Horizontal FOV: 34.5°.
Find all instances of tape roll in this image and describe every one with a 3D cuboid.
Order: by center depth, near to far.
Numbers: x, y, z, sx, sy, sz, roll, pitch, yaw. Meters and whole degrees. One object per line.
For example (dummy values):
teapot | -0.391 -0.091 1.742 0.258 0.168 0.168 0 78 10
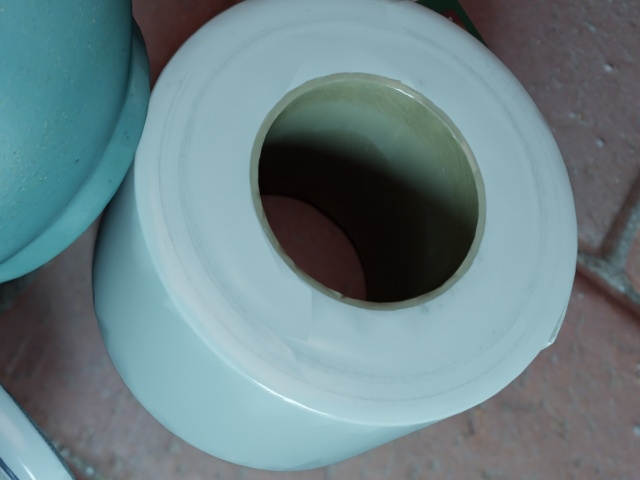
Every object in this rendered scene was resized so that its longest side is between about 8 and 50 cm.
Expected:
tape roll | 0.000 0.000 0.596 0.246 0.169 0.246 7 68 -17

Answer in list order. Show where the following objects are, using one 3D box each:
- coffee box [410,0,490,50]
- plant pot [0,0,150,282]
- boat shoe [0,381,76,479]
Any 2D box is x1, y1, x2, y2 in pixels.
coffee box | 0.068 -0.108 0.693 0.040 0.113 0.184 -28 83 -28
plant pot | -0.199 -0.088 0.451 0.293 0.196 0.293 -10 66 23
boat shoe | -0.227 0.071 0.546 0.226 0.083 0.076 43 72 13
